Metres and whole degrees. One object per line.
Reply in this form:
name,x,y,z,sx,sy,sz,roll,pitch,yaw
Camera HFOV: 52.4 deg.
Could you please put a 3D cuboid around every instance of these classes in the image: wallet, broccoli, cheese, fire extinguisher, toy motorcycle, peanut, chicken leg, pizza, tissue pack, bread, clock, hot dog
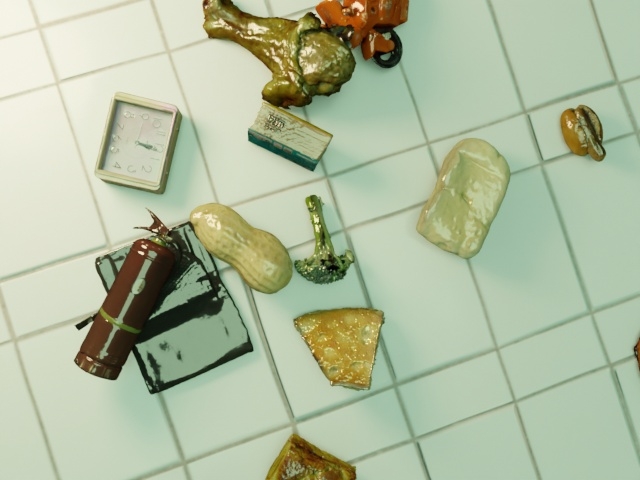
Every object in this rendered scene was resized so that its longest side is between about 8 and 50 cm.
wallet,-0.316,0.140,1.410,0.247,0.041,0.323,-23,92,-5
broccoli,-0.001,-0.001,1.429,0.122,0.118,0.204,-12,72,17
cheese,0.325,-0.100,1.466,0.159,0.093,0.263,28,83,-8
fire extinguisher,-0.394,0.105,1.333,0.141,0.105,0.341,25,86,3
toy motorcycle,0.099,-0.557,1.443,0.221,0.147,0.326,5,89,-28
peanut,-0.166,0.010,1.396,0.256,0.123,0.123,39,84,4
chicken leg,-0.095,-0.402,1.422,0.361,0.140,0.212,17,99,16
pizza,0.035,0.236,1.431,0.204,0.081,0.188,6,64,3
tissue pack,-0.067,-0.224,1.411,0.169,0.120,0.082,25,84,-3
bread,-0.020,0.513,1.393,0.172,0.103,0.132,32,88,-7
clock,-0.388,-0.207,1.398,0.146,0.071,0.192,13,86,-6
hot dog,0.617,-0.248,1.521,0.089,0.060,0.140,-14,93,-2

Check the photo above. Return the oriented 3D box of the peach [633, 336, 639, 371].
peach,0.870,0.301,1.524,0.279,0.068,0.189,24,87,-5
